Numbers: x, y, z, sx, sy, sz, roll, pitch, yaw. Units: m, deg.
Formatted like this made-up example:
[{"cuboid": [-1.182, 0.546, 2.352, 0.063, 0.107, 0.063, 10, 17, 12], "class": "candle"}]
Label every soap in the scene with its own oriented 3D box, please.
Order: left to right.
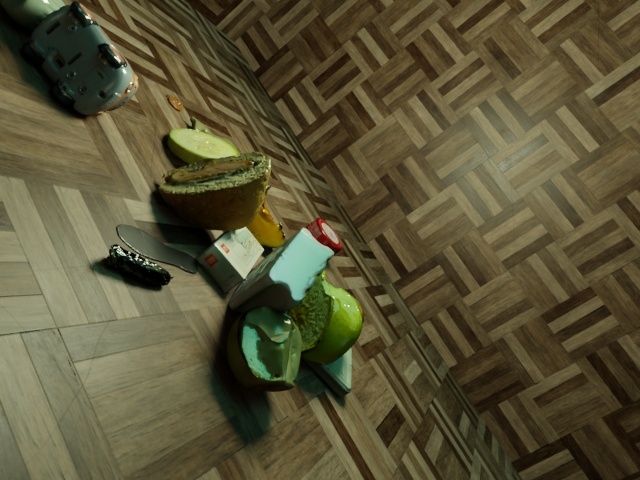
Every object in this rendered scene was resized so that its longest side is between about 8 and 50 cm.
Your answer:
[{"cuboid": [-0.125, 0.113, 1.291, 0.115, 0.347, 0.208, 43, 53, -8], "class": "soap"}]

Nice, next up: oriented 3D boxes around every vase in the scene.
[{"cuboid": [-0.759, -0.626, 1.324, 0.128, 0.128, 0.248, 56, 5, 8], "class": "vase"}]

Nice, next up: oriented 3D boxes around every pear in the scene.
[{"cuboid": [0.041, 0.253, 1.523, 0.282, 0.176, 0.286, 38, 21, -43], "class": "pear"}]

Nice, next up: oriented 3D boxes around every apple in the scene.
[{"cuboid": [-0.135, 0.266, 1.144, 0.207, 0.174, 0.188, 46, 43, -45], "class": "apple"}]

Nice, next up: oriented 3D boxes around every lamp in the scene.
[{"cuboid": [0.008, 0.357, 1.594, 0.266, 0.047, 0.269, 47, 17, -13], "class": "lamp"}]

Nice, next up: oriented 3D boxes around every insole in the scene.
[{"cuboid": [-0.400, 0.026, 1.186, 0.253, 0.005, 0.086, 35, 25, -49], "class": "insole"}]

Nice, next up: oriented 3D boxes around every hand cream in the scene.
[{"cuboid": [0.000, 0.000, 2.206, 0.193, 0.125, 0.193, 46, 19, -21], "class": "hand cream"}]

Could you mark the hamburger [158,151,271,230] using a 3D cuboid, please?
[{"cuboid": [-0.278, -0.121, 1.378, 0.162, 0.330, 0.209, -94, 169, -45], "class": "hamburger"}]

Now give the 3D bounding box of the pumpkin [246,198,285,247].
[{"cuboid": [-0.242, -0.101, 1.725, 0.169, 0.148, 0.312, 26, -47, 63], "class": "pumpkin"}]

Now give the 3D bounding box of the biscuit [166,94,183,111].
[{"cuboid": [-0.578, -0.550, 1.887, 0.078, 0.015, 0.091, 46, 17, -26], "class": "biscuit"}]

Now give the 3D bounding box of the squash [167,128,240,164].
[{"cuboid": [-0.404, -0.319, 1.652, 0.252, 0.048, 0.252, 21, 27, -11], "class": "squash"}]

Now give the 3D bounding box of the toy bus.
[{"cuboid": [-0.627, -0.474, 1.293, 0.287, 0.194, 0.232, 53, 3, 0], "class": "toy bus"}]

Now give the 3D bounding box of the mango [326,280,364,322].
[{"cuboid": [0.036, 0.232, 1.748, 0.316, 0.146, 0.193, 38, -8, -29], "class": "mango"}]

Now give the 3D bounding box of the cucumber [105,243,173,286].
[{"cuboid": [-0.396, 0.060, 1.043, 0.181, 0.053, 0.053, 37, 23, -50], "class": "cucumber"}]

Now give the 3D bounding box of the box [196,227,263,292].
[{"cuboid": [-0.261, 0.043, 1.418, 0.135, 0.079, 0.269, 51, 15, -9], "class": "box"}]

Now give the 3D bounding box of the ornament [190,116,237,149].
[{"cuboid": [-0.417, -0.382, 1.912, 0.244, 0.061, 0.230, 58, 18, 10], "class": "ornament"}]
